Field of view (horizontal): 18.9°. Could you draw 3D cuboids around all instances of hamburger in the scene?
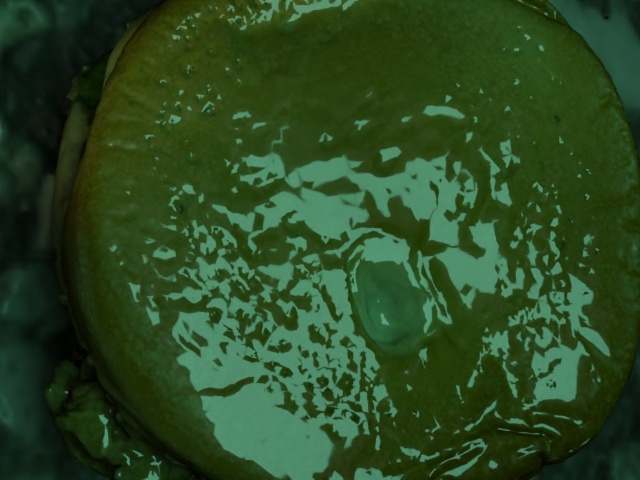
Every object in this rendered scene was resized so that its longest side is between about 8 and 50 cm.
[{"bbox_3d":[0.000,0.000,0.638,0.215,0.122,0.189,-22,90,-22],"label":"hamburger"}]
